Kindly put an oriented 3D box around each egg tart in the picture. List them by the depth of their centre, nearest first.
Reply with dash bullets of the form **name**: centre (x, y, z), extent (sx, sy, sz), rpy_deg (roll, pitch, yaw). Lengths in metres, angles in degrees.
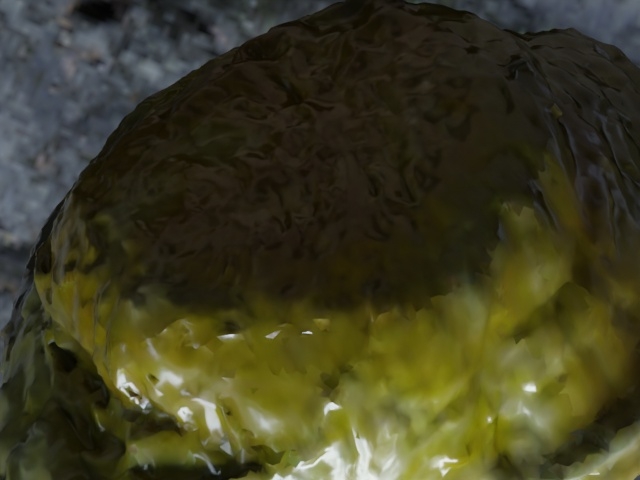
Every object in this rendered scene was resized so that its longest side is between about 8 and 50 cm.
- **egg tart**: centre (0.000, 0.000, 0.776), extent (0.351, 0.339, 0.153), rpy_deg (-22, 132, -5)
